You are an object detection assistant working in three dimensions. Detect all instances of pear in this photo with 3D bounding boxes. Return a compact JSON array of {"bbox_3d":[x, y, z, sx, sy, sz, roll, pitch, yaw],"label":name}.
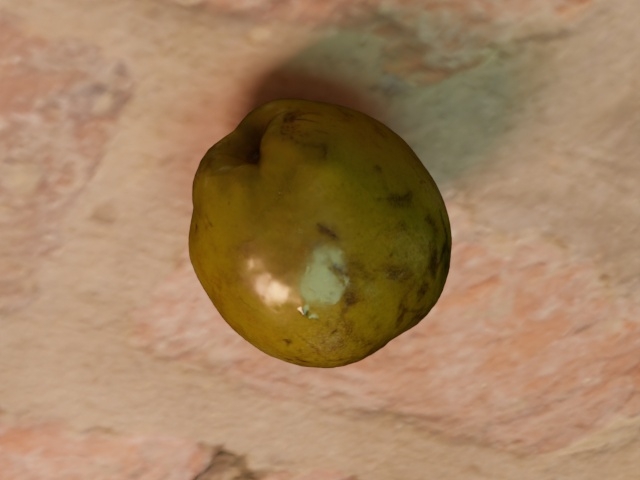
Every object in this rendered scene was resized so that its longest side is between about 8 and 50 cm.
[{"bbox_3d":[0.000,0.000,0.768,0.107,0.107,0.131,-27,132,4],"label":"pear"}]
